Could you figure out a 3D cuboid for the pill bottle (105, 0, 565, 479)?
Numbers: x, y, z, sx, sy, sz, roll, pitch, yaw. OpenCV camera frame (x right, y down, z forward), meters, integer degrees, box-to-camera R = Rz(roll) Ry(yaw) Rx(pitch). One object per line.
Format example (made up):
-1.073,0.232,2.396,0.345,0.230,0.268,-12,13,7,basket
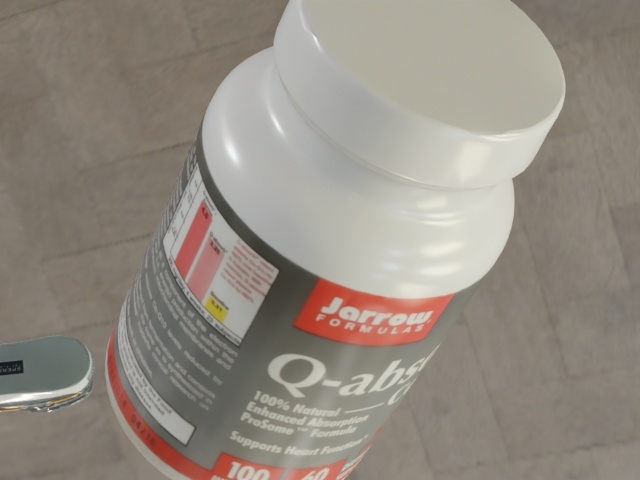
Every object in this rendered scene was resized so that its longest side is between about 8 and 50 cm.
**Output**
0.000,0.000,0.912,0.210,0.210,0.363,28,131,-1,pill bottle

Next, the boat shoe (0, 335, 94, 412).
-0.280,0.119,1.149,0.183,0.065,0.083,-1,159,-6,boat shoe
